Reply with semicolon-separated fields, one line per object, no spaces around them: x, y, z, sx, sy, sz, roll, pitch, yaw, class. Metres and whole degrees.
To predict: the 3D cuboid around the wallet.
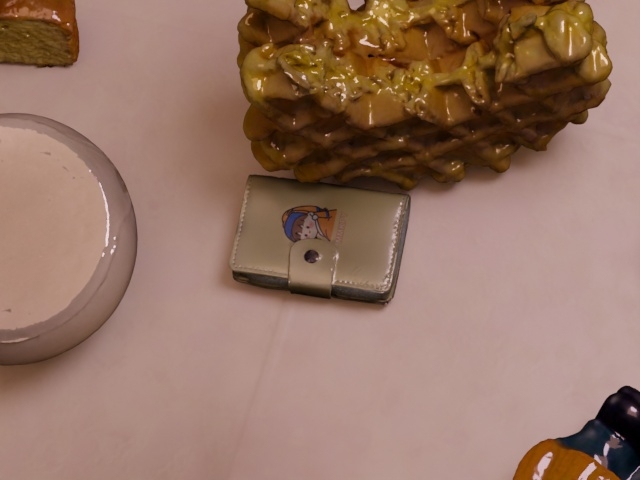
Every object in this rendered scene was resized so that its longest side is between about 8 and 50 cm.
0.000;0.000;1.454;0.155;0.039;0.110;8;69;10;wallet

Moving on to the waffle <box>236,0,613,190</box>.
0.088;-0.157;1.376;0.324;0.261;0.151;-7;68;8;waffle

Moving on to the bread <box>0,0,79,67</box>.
-0.325;-0.218;1.540;0.187;0.103;0.065;-1;72;10;bread

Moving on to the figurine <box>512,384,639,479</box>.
0.175;0.281;1.287;0.332;0.204;0.185;-33;66;-34;figurine

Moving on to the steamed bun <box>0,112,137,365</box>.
-0.282;0.002;1.437;0.232;0.145;0.232;1;80;-3;steamed bun
